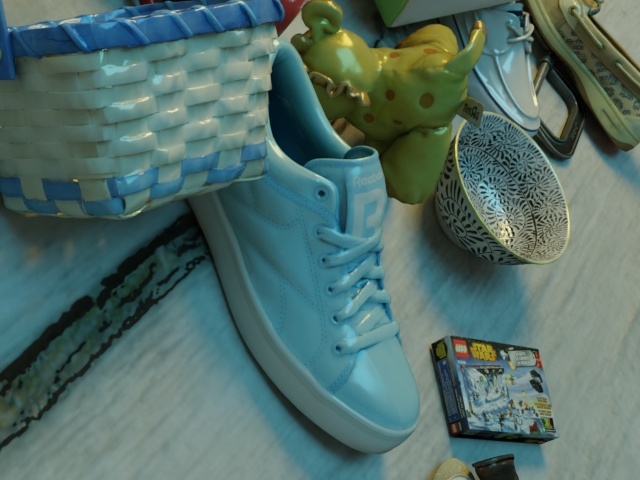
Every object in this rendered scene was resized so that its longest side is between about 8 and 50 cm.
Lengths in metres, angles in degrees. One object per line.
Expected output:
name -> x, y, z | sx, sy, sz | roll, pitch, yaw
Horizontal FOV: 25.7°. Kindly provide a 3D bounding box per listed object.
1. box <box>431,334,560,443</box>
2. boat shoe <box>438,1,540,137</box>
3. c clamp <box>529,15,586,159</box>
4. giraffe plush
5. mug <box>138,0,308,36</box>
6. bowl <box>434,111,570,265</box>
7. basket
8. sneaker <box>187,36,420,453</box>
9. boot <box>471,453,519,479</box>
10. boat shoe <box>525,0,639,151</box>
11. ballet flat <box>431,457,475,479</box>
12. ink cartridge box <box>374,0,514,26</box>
box -> 0.169, 0.144, 1.343 | 0.137, 0.027, 0.094 | 12, 59, -42
boat shoe -> 0.193, -0.237, 1.570 | 0.095, 0.084, 0.258 | -14, 76, -50
c clamp -> 0.268, -0.173, 1.663 | 0.137, 0.022, 0.161 | 47, 39, -22
giraffe plush -> 0.038, -0.137, 1.277 | 0.170, 0.210, 0.181 | 14, 85, -13
mug -> -0.102, -0.243, 1.248 | 0.169, 0.113, 0.150 | 40, 39, -16
bowl -> 0.168, -0.038, 1.420 | 0.170, 0.080, 0.170 | 26, 48, -34
basket -> -0.157, -0.168, 1.042 | 0.255, 0.201, 0.289 | -16, 108, -50
sneaker -> 0.000, 0.000, 1.163 | 0.135, 0.150, 0.366 | -28, 87, -50
boot -> 0.170, 0.251, 1.248 | 0.106, 0.037, 0.114 | 36, 40, -65
boat shoe -> 0.331, -0.248, 1.704 | 0.285, 0.089, 0.104 | 56, 23, -9
ballet flat -> 0.115, 0.248, 1.199 | 0.057, 0.052, 0.168 | 45, 40, -16
ink cartridge box -> 0.107, -0.423, 1.511 | 0.207, 0.119, 0.353 | -16, 72, -25
